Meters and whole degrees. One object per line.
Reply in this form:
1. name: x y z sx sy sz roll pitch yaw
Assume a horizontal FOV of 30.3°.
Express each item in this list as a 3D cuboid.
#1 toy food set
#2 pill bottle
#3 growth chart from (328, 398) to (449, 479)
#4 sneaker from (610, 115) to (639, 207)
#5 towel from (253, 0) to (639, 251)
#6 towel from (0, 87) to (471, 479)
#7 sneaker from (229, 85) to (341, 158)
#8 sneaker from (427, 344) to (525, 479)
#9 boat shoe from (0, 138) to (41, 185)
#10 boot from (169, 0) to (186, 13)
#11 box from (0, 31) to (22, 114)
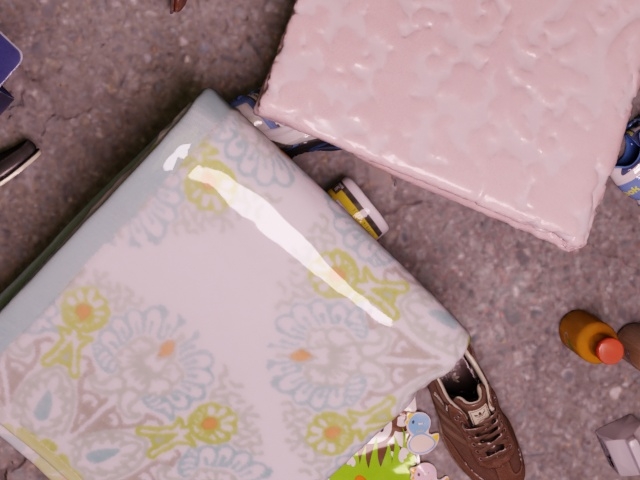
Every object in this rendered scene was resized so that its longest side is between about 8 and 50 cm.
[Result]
1. toy food set: 0.320 0.166 1.109 0.111 0.104 0.232 -24 98 0
2. pill bottle: 0.000 0.000 1.087 0.116 0.065 0.065 -39 98 1
3. growth chart: 0.027 0.192 1.138 0.171 0.021 0.237 -17 99 -2
4. sneaker: 0.321 -0.103 1.101 0.059 0.053 0.144 32 93 -5
5. towel: 0.138 -0.197 1.039 0.316 0.053 0.332 21 80 -5
6. towel: -0.109 0.100 1.047 0.320 0.090 0.374 42 106 -13
7. sneaker: -0.037 -0.116 1.072 0.211 0.080 0.081 -11 83 -7
8. sneaker: 0.140 0.165 1.114 0.066 0.071 0.188 -29 98 0
9. boat shoe: -0.315 -0.058 1.068 0.133 0.049 0.042 -27 106 5
10. boot: -0.072 -0.239 1.069 0.114 0.037 0.106 18 98 -10
11. box: -0.367 -0.114 1.042 0.136 0.036 0.225 42 95 14
